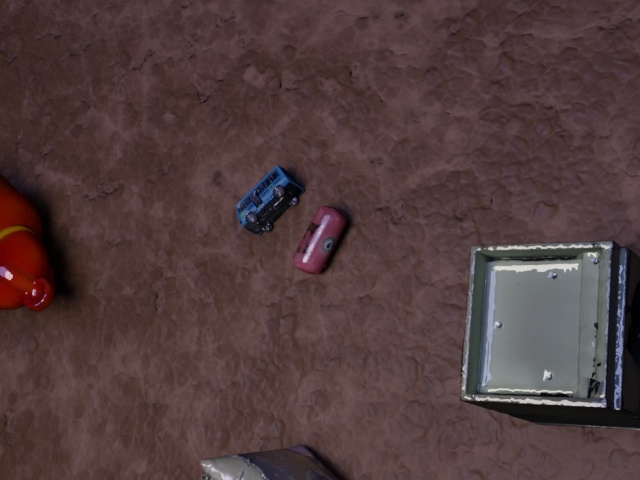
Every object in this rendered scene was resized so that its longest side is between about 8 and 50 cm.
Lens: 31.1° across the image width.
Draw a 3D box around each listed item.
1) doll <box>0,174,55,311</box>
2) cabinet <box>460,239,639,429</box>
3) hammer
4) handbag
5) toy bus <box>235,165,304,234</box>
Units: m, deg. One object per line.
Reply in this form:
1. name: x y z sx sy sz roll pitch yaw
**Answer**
1. doll: -0.472 -0.005 1.553 0.363 0.160 0.183 32 87 32
2. cabinet: 0.241 0.094 1.081 0.150 0.206 0.145 -1 76 30
3. hammer: 0.000 0.000 1.347 0.043 0.043 0.083 29 91 33
4. handbag: -0.049 0.277 1.222 0.117 0.173 0.095 37 106 33
5. toy bus: -0.064 -0.049 1.398 0.083 0.038 0.046 -43 55 12
